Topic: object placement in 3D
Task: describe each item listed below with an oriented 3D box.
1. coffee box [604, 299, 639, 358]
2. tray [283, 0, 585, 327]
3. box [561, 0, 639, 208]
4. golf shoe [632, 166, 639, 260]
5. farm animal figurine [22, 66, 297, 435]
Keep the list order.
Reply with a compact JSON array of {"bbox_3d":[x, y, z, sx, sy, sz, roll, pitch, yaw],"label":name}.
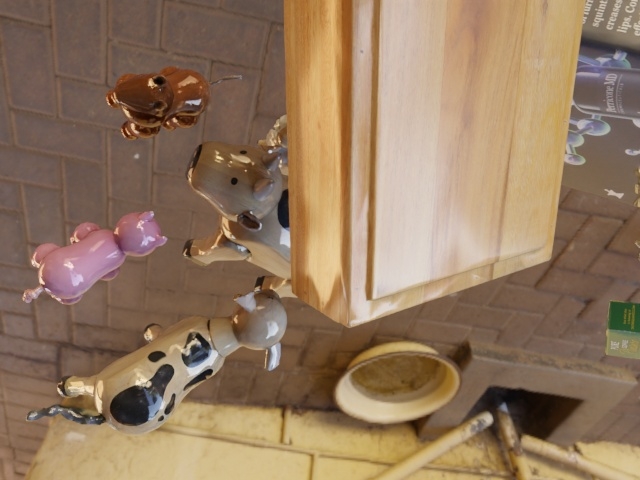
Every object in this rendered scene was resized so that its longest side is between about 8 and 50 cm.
[{"bbox_3d":[0.423,0.111,0.634,0.184,0.040,0.113,3,157,29],"label":"coffee box"},{"bbox_3d":[0.081,-0.167,0.347,0.203,0.076,0.410,-13,112,-32],"label":"tray"},{"bbox_3d":[0.352,-0.195,0.615,0.396,0.211,0.293,21,168,18],"label":"box"},{"bbox_3d":[0.129,-0.026,0.134,0.086,0.069,0.176,1,141,17],"label":"golf shoe"},{"bbox_3d":[-0.071,-0.003,0.516,0.327,0.330,0.172,10,167,-44],"label":"farm animal figurine"}]
